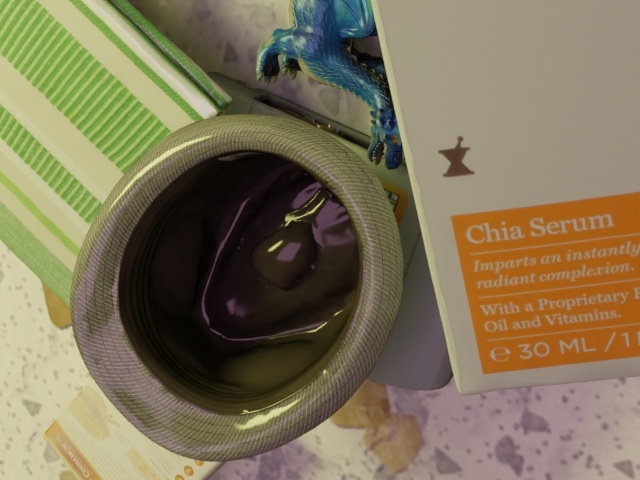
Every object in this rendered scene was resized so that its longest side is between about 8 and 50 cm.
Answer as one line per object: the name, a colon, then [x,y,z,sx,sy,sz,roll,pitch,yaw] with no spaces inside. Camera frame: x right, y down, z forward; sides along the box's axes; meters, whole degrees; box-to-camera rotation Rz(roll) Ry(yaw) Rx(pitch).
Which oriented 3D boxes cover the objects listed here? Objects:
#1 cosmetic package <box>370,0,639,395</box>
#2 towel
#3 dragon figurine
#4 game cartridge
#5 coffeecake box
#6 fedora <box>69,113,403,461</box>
cosmetic package: [0.157,-0.137,0.670,0.230,0.161,0.453,-8,119,14]
towel: [-0.230,-0.094,0.985,0.248,0.038,0.325,44,133,4]
dragon figurine: [0.018,-0.200,0.867,0.144,0.085,0.289,-2,102,26]
game cartridge: [0.000,0.000,0.943,0.297,0.062,0.198,25,108,19]
coffeecake box: [-0.157,0.176,1.051,0.142,0.068,0.185,48,117,8]
fedora: [-0.052,0.028,0.874,0.243,0.124,0.275,41,108,9]
